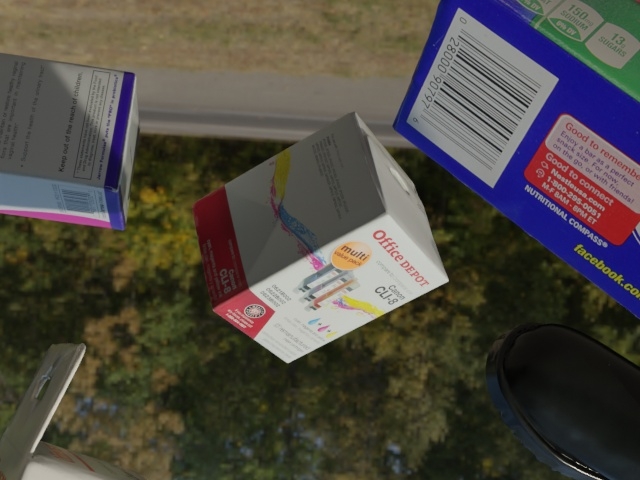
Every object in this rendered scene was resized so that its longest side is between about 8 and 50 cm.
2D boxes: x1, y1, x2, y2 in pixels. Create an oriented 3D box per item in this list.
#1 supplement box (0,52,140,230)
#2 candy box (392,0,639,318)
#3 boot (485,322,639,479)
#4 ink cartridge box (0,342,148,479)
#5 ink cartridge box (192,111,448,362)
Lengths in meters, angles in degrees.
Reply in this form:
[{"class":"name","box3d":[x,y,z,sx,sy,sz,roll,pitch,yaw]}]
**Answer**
[{"class":"supplement box","box3d":[-0.273,-0.089,0.863,0.220,0.113,0.111,7,162,-7]},{"class":"candy box","box3d":[0.243,-0.095,0.568,0.268,0.122,0.317,39,-129,13]},{"class":"boot","box3d":[0.123,0.060,0.309,0.121,0.045,0.099,41,149,-11]},{"class":"ink cartridge box","box3d":[-0.109,0.142,0.384,0.067,0.198,0.115,24,167,-18]},{"class":"ink cartridge box","box3d":[0.000,0.000,0.895,0.176,0.127,0.128,-29,139,16]}]
